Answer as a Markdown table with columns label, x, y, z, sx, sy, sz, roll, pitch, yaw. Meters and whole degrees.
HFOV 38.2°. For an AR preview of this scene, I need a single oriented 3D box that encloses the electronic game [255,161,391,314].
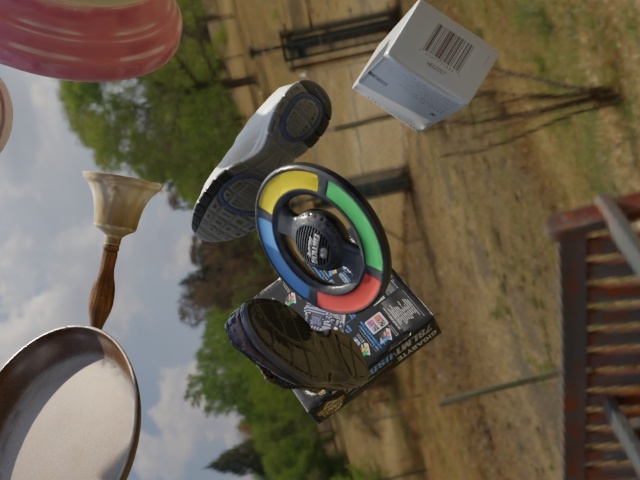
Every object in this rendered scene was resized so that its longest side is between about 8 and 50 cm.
| label | x | y | z | sx | sy | sz | roll | pitch | yaw |
| --- | --- | --- | --- | --- | --- | --- | --- | --- | --- |
| electronic game | 0.000 | 0.000 | 1.266 | 0.229 | 0.048 | 0.229 | 23 | 129 | 31 |

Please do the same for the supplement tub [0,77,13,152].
| label | x | y | z | sx | sy | sz | roll | pitch | yaw |
| --- | --- | --- | --- | --- | --- | --- | --- | --- | --- |
| supplement tub | -0.556 | -0.178 | 1.226 | 0.272 | 0.191 | 0.191 | -7 | -96 | -75 |

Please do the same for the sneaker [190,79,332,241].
| label | x | y | z | sx | sy | sz | roll | pitch | yaw |
| --- | --- | --- | --- | --- | --- | --- | --- | --- | --- |
| sneaker | -0.098 | -0.122 | 1.449 | 0.111 | 0.297 | 0.129 | 41 | 176 | -24 |

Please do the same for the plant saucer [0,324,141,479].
| label | x | y | z | sx | sy | sz | roll | pitch | yaw |
| --- | --- | --- | --- | --- | --- | --- | --- | --- | --- |
| plant saucer | -0.340 | 0.261 | 1.184 | 0.050 | 0.311 | 0.310 | 39 | -151 | -47 |

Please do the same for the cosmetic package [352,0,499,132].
| label | x | y | z | sx | sy | sz | roll | pitch | yaw |
| --- | --- | --- | --- | --- | --- | --- | --- | --- | --- |
| cosmetic package | 0.124 | -0.210 | 1.160 | 0.085 | 0.117 | 0.231 | -58 | 5 | -6 |

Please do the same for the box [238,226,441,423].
| label | x | y | z | sx | sy | sz | roll | pitch | yaw |
| --- | --- | --- | --- | --- | --- | --- | --- | --- | --- |
| box | 0.031 | 0.154 | 1.788 | 0.295 | 0.293 | 0.073 | 50 | 176 | 39 |

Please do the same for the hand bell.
| label | x | y | z | sx | sy | sz | roll | pitch | yaw |
| --- | --- | --- | --- | --- | --- | --- | --- | --- | --- |
| hand bell | -0.327 | 0.021 | 1.444 | 0.126 | 0.126 | 0.241 | 117 | 162 | -88 |

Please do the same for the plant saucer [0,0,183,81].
| label | x | y | z | sx | sy | sz | roll | pitch | yaw |
| --- | --- | --- | --- | --- | --- | --- | --- | --- | --- |
| plant saucer | -0.330 | -0.325 | 1.157 | 0.332 | 0.332 | 0.084 | -104 | 30 | -44 |

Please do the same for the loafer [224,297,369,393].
| label | x | y | z | sx | sy | sz | roll | pitch | yaw |
| --- | --- | --- | --- | --- | --- | --- | --- | --- | --- |
| loafer | -0.040 | 0.157 | 1.206 | 0.302 | 0.095 | 0.109 | 29 | -144 | -56 |
